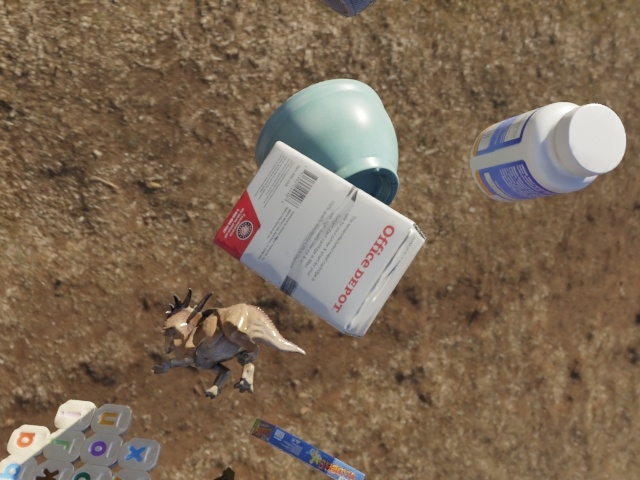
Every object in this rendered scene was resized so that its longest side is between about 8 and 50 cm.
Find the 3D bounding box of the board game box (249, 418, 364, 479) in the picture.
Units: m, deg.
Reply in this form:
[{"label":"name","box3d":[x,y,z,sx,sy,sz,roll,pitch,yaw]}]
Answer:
[{"label":"board game box","box3d":[-0.028,0.408,1.413,0.201,0.136,0.035,32,74,-13]}]

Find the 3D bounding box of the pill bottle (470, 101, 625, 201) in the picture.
[{"label":"pill bottle","box3d":[0.389,-0.152,1.275,0.152,0.272,0.153,1,88,-19]}]

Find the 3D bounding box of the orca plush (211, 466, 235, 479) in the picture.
[{"label":"orca plush","box3d":[-0.269,0.552,1.389,0.102,0.151,0.287,33,101,-33]}]

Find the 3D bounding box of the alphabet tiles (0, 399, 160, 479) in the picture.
[{"label":"alphabet tiles","box3d":[-0.423,0.411,1.262,0.021,0.277,0.284,82,14,-52]}]

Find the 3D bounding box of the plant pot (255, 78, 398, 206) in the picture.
[{"label":"plant pot","box3d":[0.039,-0.146,1.489,0.292,0.196,0.293,-20,146,-15]}]

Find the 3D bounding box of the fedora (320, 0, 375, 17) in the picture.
[{"label":"fedora","box3d":[0.021,-0.402,0.997,0.124,0.243,0.275,-45,112,-3]}]

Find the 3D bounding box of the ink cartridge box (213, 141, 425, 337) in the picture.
[{"label":"ink cartridge box","box3d":[0.000,0.000,1.176,0.197,0.272,0.114,-57,157,0]}]

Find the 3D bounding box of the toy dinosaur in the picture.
[{"label":"toy dinosaur","box3d":[-0.181,0.166,1.334,0.200,0.295,0.127,-90,163,-45]}]
